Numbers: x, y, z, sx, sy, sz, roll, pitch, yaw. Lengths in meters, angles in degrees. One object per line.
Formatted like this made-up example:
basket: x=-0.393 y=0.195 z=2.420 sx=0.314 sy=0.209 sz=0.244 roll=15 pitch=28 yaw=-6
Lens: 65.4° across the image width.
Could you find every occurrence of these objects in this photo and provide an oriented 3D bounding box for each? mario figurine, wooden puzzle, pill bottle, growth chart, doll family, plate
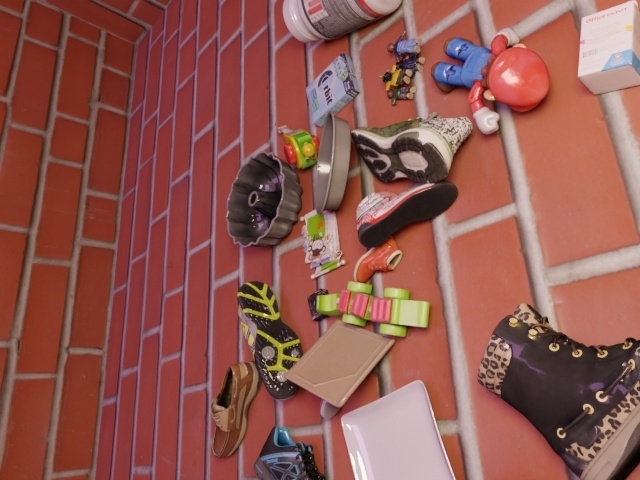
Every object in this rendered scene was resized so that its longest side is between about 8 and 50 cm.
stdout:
mario figurine: x=0.398 y=-0.364 z=1.136 sx=0.320 sy=0.170 sz=0.198 roll=-127 pitch=26 yaw=-54
wooden puzzle: x=0.048 y=0.308 z=1.271 sx=0.221 sy=0.044 sz=0.238 roll=-43 pitch=29 yaw=-27
pill bottle: x=0.059 y=-0.748 z=1.537 sx=0.363 sy=0.210 sz=0.210 roll=-1 pitch=77 yaw=48
growth chart: x=0.000 y=0.000 z=1.517 sx=0.172 sy=0.021 sz=0.237 roll=-34 pitch=54 yaw=38
doll family: x=0.220 y=-0.477 z=1.381 sx=0.111 sy=0.076 sz=0.193 roll=21 pitch=89 yaw=54
plate: x=0.182 y=0.497 z=1.138 sx=0.278 sy=0.045 sz=0.277 roll=-39 pitch=51 yaw=34

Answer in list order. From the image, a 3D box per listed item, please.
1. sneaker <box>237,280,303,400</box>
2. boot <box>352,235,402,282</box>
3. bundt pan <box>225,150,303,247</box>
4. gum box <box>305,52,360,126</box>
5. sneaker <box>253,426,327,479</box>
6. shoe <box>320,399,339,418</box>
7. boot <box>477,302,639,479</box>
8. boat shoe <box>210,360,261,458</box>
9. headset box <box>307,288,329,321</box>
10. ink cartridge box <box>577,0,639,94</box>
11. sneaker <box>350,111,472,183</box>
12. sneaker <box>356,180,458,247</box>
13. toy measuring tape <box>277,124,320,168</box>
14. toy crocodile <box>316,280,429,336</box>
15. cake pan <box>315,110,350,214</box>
sneaker: x=-0.155 y=0.312 z=1.537 sx=0.147 sy=0.145 sz=0.385 roll=105 pitch=149 yaw=-51
boot: x=0.148 y=0.064 z=1.303 sx=0.158 sy=0.059 sz=0.084 roll=-54 pitch=49 yaw=21
bundt pan: x=-0.179 y=-0.127 z=1.679 sx=0.331 sy=0.124 sz=0.331 roll=-17 pitch=66 yaw=45
gum box: x=0.036 y=-0.484 z=1.610 sx=0.184 sy=0.041 sz=0.157 roll=-35 pitch=54 yaw=38
sneaker: x=-0.056 y=0.616 z=1.310 sx=0.341 sy=0.125 sz=0.140 roll=16 pitch=86 yaw=47
shoe: x=0.028 y=0.379 z=1.338 sx=0.081 sy=0.063 sz=0.178 roll=18 pitch=86 yaw=51
boot: x=0.458 y=0.194 z=0.857 sx=0.284 sy=0.138 sz=0.377 roll=38 pitch=112 yaw=47
boat shoe: x=-0.300 y=0.538 z=1.611 sx=0.122 sy=0.120 sz=0.324 roll=20 pitch=94 yaw=50
headset box: x=-0.001 y=0.191 z=1.449 sx=0.062 sy=0.032 sz=0.083 roll=-38 pitch=51 yaw=35
ink cartridge box: x=0.557 y=-0.369 z=0.947 sx=0.092 sy=0.090 sz=0.143 roll=0 pitch=77 yaw=48
sneaker: x=0.231 y=-0.252 z=1.280 sx=0.182 sy=0.158 sz=0.410 roll=-37 pitch=28 yaw=-15
sneaker: x=0.204 y=-0.099 z=1.260 sx=0.270 sy=0.090 sz=0.145 roll=-32 pitch=32 yaw=19
toy measuring tape: x=-0.078 y=-0.308 z=1.655 sx=0.121 sy=0.121 sz=0.330 roll=-66 pitch=25 yaw=10
toy crocodile: x=0.127 y=0.168 z=1.255 sx=0.340 sy=0.105 sz=0.115 roll=4 pitch=82 yaw=49
cake pan: x=0.033 y=-0.217 z=1.422 sx=0.293 sy=0.054 sz=0.293 roll=-175 pitch=90 yaw=-82
